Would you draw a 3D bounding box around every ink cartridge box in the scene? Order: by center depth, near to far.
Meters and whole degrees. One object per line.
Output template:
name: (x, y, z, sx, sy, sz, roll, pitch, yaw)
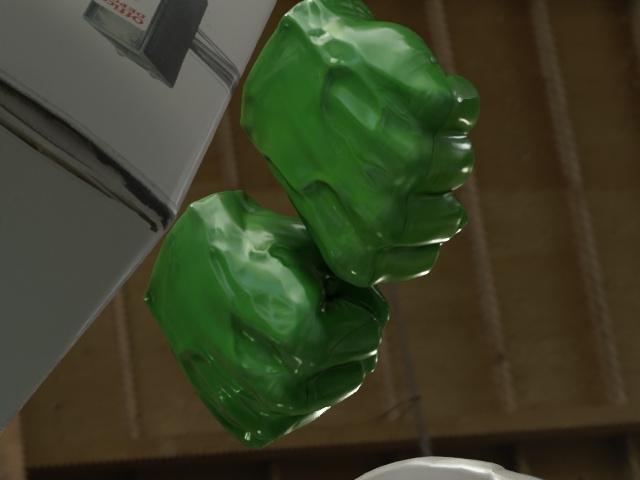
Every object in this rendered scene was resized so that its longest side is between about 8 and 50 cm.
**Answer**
ink cartridge box: (-0.103, -0.033, 0.622, 0.092, 0.158, 0.218, 36, -151, -9)

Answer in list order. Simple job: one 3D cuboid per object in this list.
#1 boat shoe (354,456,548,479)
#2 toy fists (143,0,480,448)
boat shoe: (0.155, 0.180, 0.763, 0.158, 0.340, 0.127, 25, -103, -42)
toy fists: (0.000, 0.000, 1.016, 0.096, 0.279, 0.142, 2, -140, -40)
